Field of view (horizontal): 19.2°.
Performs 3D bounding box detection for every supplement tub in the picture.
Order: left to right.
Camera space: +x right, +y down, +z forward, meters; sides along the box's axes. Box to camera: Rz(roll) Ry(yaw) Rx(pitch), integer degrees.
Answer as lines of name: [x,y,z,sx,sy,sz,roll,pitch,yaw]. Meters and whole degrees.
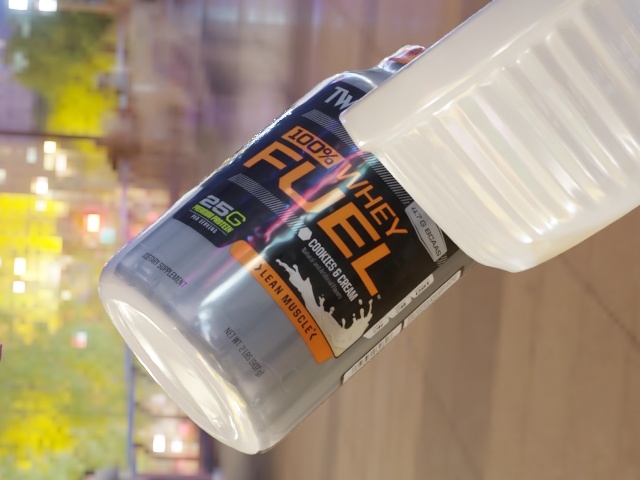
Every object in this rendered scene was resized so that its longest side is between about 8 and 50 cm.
supplement tub: [0.000,0.000,1.480,0.193,0.316,0.193,42,162,17]

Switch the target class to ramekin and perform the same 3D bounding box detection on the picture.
ramekin: [0.121,-0.075,0.877,0.109,0.207,0.207,54,173,-2]

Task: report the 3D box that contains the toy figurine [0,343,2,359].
toy figurine: [-0.353,0.067,1.693,0.159,0.130,0.173,53,-164,-29]
